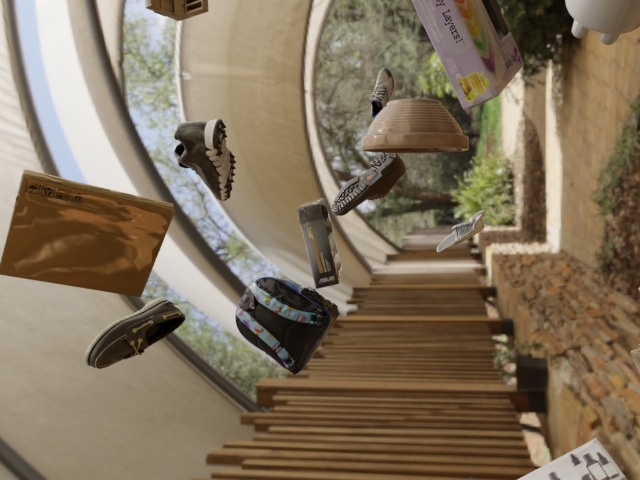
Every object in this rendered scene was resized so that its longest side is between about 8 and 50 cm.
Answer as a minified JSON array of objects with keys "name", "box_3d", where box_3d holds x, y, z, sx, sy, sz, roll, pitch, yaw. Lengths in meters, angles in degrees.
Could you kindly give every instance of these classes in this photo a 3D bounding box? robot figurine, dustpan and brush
[{"name":"robot figurine","box_3d":[0.693,-0.621,1.439,0.353,0.300,0.200,93,-166,-61]},{"name":"dustpan and brush","box_3d":[0.423,-0.042,1.783,0.211,0.147,0.060,-17,-105,-43]}]

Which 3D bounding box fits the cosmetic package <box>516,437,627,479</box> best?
[{"name":"cosmetic package","box_3d":[0.422,0.459,1.132,0.060,0.239,0.099,56,-173,-23]}]

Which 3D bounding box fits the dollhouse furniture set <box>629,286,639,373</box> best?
[{"name":"dollhouse furniture set","box_3d":[0.813,0.207,1.526,0.129,0.129,0.184,-20,-96,-47]}]

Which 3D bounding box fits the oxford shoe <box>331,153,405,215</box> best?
[{"name":"oxford shoe","box_3d":[0.130,-0.129,1.637,0.096,0.227,0.083,43,-166,-39]}]

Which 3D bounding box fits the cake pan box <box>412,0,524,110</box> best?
[{"name":"cake pan box","box_3d":[0.252,-0.371,1.074,0.246,0.070,0.267,63,-145,-11]}]

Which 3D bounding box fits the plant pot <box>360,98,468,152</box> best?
[{"name":"plant pot","box_3d":[0.208,-0.252,1.394,0.237,0.237,0.110,-23,-65,-78]}]

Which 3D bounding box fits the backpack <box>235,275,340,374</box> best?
[{"name":"backpack","box_3d":[-0.070,0.150,1.230,0.158,0.173,0.117,-60,-10,15]}]

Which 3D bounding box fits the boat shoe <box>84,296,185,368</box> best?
[{"name":"boat shoe","box_3d":[-0.378,0.196,1.299,0.227,0.068,0.081,-38,-31,-46]}]

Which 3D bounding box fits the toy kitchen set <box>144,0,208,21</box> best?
[{"name":"toy kitchen set","box_3d":[-0.252,-0.434,1.094,0.083,0.075,0.068,-3,-91,-60]}]

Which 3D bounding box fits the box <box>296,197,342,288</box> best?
[{"name":"box","box_3d":[0.000,0.000,1.459,0.231,0.056,0.183,-69,-36,-82]}]

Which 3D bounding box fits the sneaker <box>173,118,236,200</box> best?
[{"name":"sneaker","box_3d":[-0.227,-0.158,1.227,0.234,0.106,0.078,89,-170,-62]}]

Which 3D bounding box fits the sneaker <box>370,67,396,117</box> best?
[{"name":"sneaker","box_3d":[0.155,-0.368,1.596,0.058,0.052,0.135,-42,-33,-41]}]

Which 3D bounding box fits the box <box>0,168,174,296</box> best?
[{"name":"box","box_3d":[-0.326,-0.002,0.879,0.164,0.201,0.021,-62,32,25]}]
